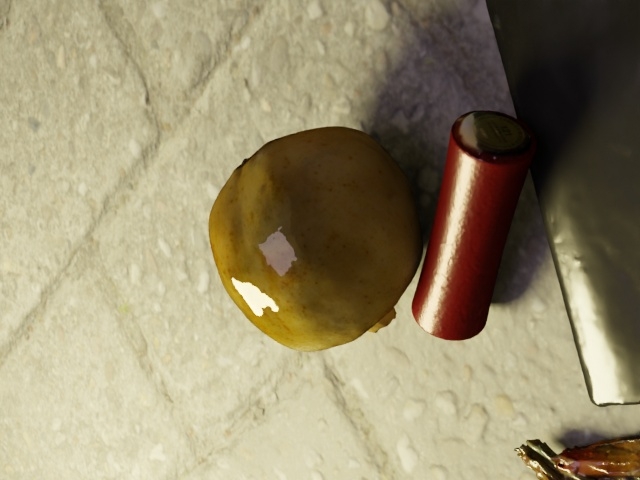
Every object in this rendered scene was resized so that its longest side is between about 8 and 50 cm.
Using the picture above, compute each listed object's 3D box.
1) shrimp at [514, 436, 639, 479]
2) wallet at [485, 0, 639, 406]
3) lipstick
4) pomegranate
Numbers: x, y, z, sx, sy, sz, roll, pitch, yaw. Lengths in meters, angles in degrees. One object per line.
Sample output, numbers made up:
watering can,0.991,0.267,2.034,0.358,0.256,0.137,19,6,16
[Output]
shrimp,0.297,0.235,1.179,0.294,0.062,0.154,17,100,39
wallet,0.280,-0.064,1.113,0.228,0.062,0.405,-14,90,47
lipstick,0.140,-0.010,1.214,0.080,0.080,0.241,40,141,31
pomegranate,-0.006,-0.004,1.303,0.233,0.233,0.233,14,110,42
